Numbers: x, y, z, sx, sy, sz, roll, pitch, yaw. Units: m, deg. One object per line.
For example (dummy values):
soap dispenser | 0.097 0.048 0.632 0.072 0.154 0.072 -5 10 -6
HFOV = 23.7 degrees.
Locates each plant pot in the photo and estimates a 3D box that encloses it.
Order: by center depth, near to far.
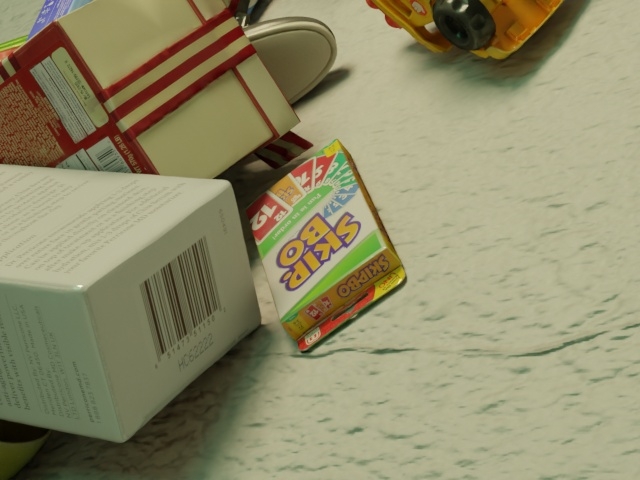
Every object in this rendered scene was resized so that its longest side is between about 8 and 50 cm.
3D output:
plant pot | -0.347 0.201 1.544 0.095 0.134 0.134 -65 22 21

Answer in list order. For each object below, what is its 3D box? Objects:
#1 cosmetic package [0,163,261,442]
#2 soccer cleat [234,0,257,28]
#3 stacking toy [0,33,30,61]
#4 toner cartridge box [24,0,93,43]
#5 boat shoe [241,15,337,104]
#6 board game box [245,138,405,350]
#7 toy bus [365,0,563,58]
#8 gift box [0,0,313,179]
cosmetic package | -0.312 0.043 1.489 0.453 0.162 0.230 6 29 34
soccer cleat | -0.127 -0.354 2.026 0.143 0.116 0.331 -6 45 45
stacking toy | -0.457 -0.226 2.299 0.309 0.130 0.279 -3 20 43
toner cartridge box | -0.309 -0.217 2.006 0.075 0.165 0.348 -23 34 28
boat shoe | -0.126 -0.182 1.800 0.335 0.112 0.095 -30 32 23
board game box | 0.000 0.000 1.491 0.124 0.039 0.259 -36 32 9
toy bus | 0.126 -0.268 1.587 0.149 0.220 0.211 -46 -3 -22
gift box | -0.180 -0.139 1.617 0.276 0.255 0.258 -21 13 41
